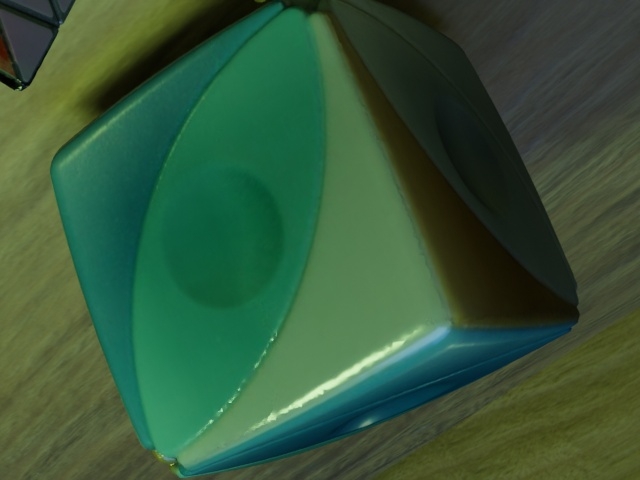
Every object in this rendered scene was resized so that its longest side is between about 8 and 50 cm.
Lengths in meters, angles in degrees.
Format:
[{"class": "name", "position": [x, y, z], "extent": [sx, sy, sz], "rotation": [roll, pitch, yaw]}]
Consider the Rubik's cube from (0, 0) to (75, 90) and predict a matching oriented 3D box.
[{"class": "Rubik's cube", "position": [-0.211, -0.205, 1.034], "extent": [0.178, 0.190, 0.211], "rotation": [-25, 167, -35]}]

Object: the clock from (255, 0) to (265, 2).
[{"class": "clock", "position": [-0.039, -0.290, 1.024], "extent": [0.235, 0.096, 0.308], "rotation": [-23, 156, 4]}]

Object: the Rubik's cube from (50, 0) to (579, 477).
[{"class": "Rubik's cube", "position": [0.000, 0.000, 1.304], "extent": [0.351, 0.347, 0.352], "rotation": [-30, 165, 27]}]
